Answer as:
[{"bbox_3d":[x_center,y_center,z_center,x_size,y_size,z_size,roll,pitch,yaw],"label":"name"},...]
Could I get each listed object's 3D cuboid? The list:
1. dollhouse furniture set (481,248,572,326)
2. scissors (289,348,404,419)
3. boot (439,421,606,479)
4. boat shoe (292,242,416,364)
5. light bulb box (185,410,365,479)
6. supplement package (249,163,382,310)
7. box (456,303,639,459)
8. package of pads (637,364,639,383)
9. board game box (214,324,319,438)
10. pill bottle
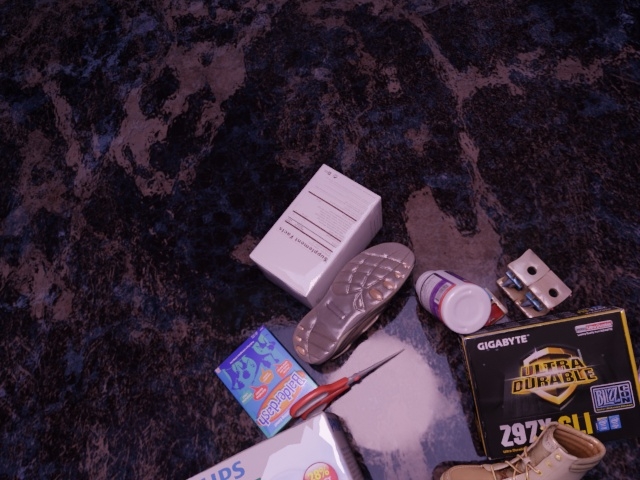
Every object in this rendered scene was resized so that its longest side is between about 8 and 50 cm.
[{"bbox_3d":[0.431,0.141,1.074,0.183,0.129,0.129,-35,67,-7],"label":"dollhouse furniture set"},{"bbox_3d":[0.064,0.314,1.074,0.297,0.109,0.021,-33,51,-6],"label":"scissors"},{"bbox_3d":[0.375,0.427,0.897,0.262,0.203,0.095,11,31,-6],"label":"boot"},{"bbox_3d":[0.082,0.147,1.129,0.355,0.130,0.132,-42,65,-3],"label":"boat shoe"},{"bbox_3d":[-0.062,0.577,0.922,0.358,0.225,0.361,-26,67,-3],"label":"light bulb box"},{"bbox_3d":[0.000,0.000,1.173,0.175,0.177,0.293,33,77,19],"label":"supplement package"},{"bbox_3d":[0.470,0.290,0.987,0.322,0.079,0.257,-11,91,5],"label":"box"},{"bbox_3d":[0.710,0.308,1.015,0.083,0.032,0.050,38,81,21],"label":"package of pads"},{"bbox_3d":[-0.124,0.331,1.128,0.160,0.047,0.210,-43,69,-10],"label":"board game box"},{"bbox_3d":[0.284,0.126,1.064,0.108,0.193,0.108,-2,100,-10],"label":"pill bottle"}]
